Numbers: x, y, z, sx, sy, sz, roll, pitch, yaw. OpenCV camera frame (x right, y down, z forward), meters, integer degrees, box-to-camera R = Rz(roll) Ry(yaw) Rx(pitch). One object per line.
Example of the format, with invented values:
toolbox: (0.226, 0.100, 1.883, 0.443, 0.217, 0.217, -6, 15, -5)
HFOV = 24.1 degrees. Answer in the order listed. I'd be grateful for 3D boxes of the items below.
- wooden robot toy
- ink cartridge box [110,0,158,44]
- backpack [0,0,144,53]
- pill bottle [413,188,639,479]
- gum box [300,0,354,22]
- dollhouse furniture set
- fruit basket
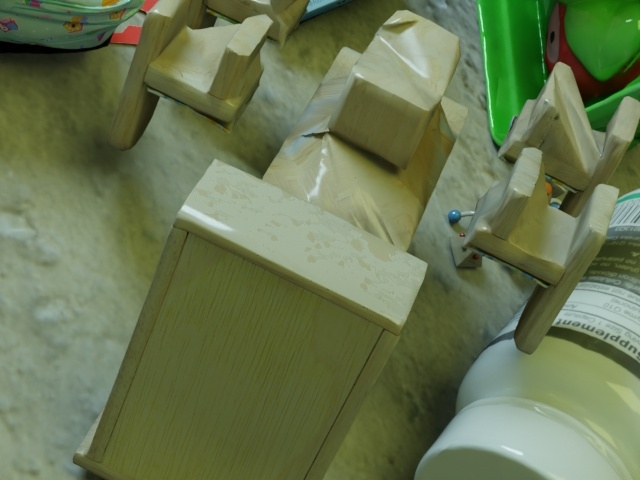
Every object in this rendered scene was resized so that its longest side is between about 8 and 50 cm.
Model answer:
wooden robot toy: (0.193, -0.028, 1.366, 0.173, 0.079, 0.076, -29, 85, -39)
ink cartridge box: (-0.180, -0.276, 1.257, 0.181, 0.056, 0.224, -1, 67, -33)
backpack: (-0.221, -0.208, 1.140, 0.182, 0.115, 0.152, 8, 79, -25)
pill bottle: (0.240, 0.125, 1.240, 0.204, 0.204, 0.361, 49, 51, -4)
gum box: (-0.002, -0.300, 1.324, 0.157, 0.041, 0.184, -22, 89, -1)
dollhouse furniture set: (0.000, 0.000, 1.127, 0.362, 0.256, 0.394, 26, 39, 1)
fruit basket: (0.241, -0.294, 1.395, 0.392, 0.283, 0.392, 26, 53, -40)
